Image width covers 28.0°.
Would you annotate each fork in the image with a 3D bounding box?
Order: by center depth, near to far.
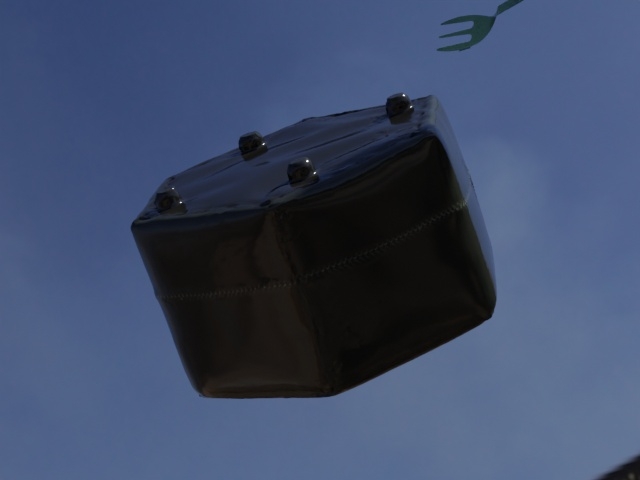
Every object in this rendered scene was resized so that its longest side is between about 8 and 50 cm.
[{"bbox_3d":[0.179,-0.217,1.207,0.021,0.039,0.235,12,-12,-24],"label":"fork"}]

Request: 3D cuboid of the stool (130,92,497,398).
[{"bbox_3d":[0.000,0.000,0.838,0.232,0.141,0.232,-17,15,5],"label":"stool"}]
